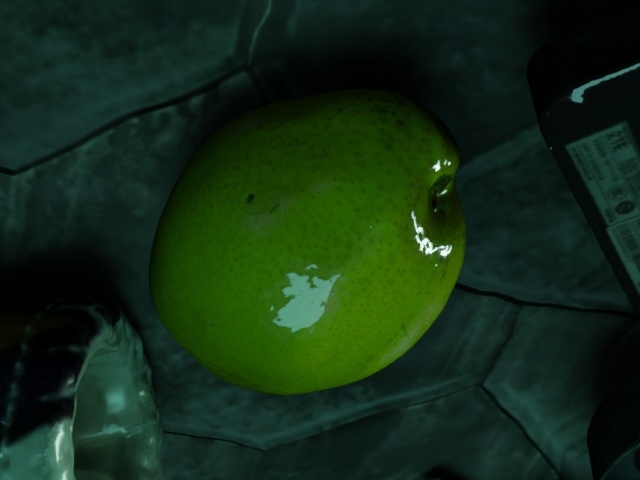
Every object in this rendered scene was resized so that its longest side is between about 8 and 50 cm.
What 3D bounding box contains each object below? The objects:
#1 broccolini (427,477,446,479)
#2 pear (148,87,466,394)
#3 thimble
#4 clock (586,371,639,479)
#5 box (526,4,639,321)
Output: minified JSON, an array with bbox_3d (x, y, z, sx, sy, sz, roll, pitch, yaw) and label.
[{"bbox_3d":[0.240,0.329,1.128,0.392,0.074,0.079,30,119,-25],"label":"broccolini"},{"bbox_3d":[0.000,0.000,0.773,0.220,0.187,0.187,-34,123,21],"label":"pear"},{"bbox_3d":[-0.208,0.151,0.891,0.150,0.237,0.237,-6,132,11],"label":"thimble"},{"bbox_3d":[0.340,0.142,0.922,0.281,0.055,0.280,-7,148,-4],"label":"clock"},{"bbox_3d":[0.282,-0.031,0.776,0.211,0.058,0.350,-20,138,20],"label":"box"}]
